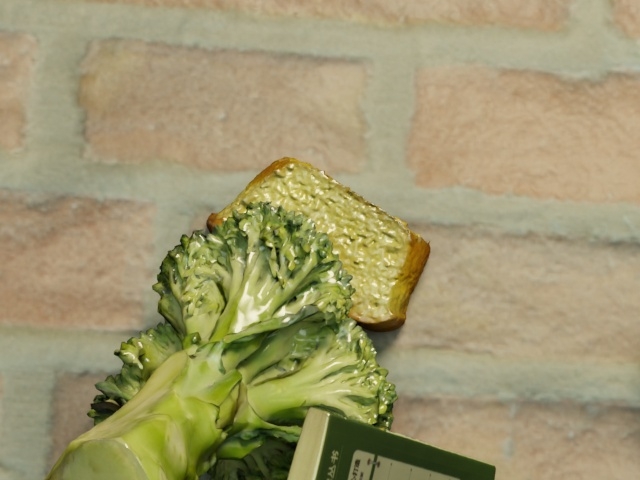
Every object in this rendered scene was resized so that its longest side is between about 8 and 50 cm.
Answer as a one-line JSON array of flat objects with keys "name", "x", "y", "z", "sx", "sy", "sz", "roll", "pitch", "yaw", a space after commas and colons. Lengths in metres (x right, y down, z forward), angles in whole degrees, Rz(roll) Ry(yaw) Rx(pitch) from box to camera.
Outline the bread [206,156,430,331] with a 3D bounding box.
[{"name": "bread", "x": 0.000, "y": 0.000, "z": 1.505, "sx": 0.187, "sy": 0.065, "sz": 0.103, "roll": 33, "pitch": 91, "yaw": 9}]

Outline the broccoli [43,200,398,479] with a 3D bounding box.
[{"name": "broccoli", "x": -0.077, "y": 0.112, "z": 1.338, "sx": 0.252, "sy": 0.361, "sz": 0.221, "roll": -25, "pitch": 96, "yaw": 2}]

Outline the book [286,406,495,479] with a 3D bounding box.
[{"name": "book", "x": 0.042, "y": 0.245, "z": 1.375, "sx": 0.027, "sy": 0.264, "sz": 0.202, "roll": 12, "pitch": 83, "yaw": 35}]
